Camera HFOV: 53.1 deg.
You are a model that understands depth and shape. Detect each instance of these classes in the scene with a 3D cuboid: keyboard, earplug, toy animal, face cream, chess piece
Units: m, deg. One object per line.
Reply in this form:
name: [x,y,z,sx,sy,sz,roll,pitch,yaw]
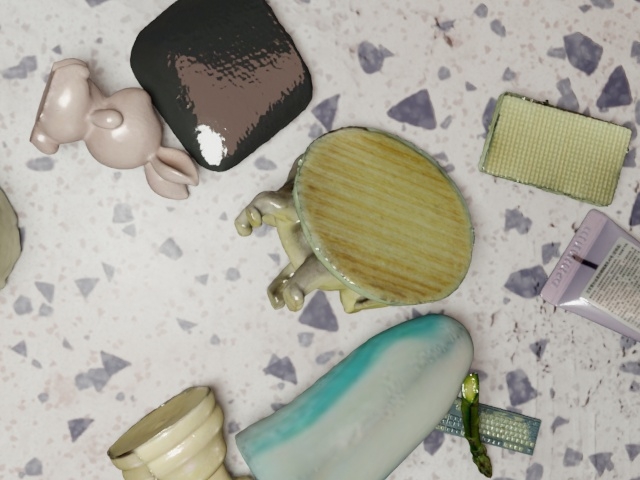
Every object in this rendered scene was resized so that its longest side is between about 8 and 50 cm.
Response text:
keyboard: [0.234,0.265,0.926,0.176,0.014,0.055,17,87,-9]
earplug: [0.072,0.221,0.829,0.324,0.185,0.185,-38,97,-10]
toy animal: [-0.243,-0.136,0.799,0.212,0.124,0.124,27,89,-29]
face cream: [0.470,0.088,0.919,0.273,0.096,0.154,32,91,5]
chess piece: [-0.130,0.355,0.838,0.138,0.124,0.307,-38,103,-36]
toy animal: [-0.005,0.015,0.832,0.168,0.121,0.233,-37,87,-21]

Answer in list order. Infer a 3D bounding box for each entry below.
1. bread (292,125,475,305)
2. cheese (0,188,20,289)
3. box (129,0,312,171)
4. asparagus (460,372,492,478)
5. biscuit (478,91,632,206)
bread: [0.081,-0.032,0.810,0.266,0.040,0.267,14,55,-21]
cheese: [-0.540,-0.002,0.736,0.332,0.153,0.292,29,89,-7]
box: [-0.127,-0.219,0.835,0.201,0.042,0.212,-39,96,-4]
asparagus: [0.210,0.255,0.866,0.027,0.034,0.236,-47,138,-30]
biscuit: [0.330,-0.128,0.905,0.199,0.040,0.121,15,93,-7]
